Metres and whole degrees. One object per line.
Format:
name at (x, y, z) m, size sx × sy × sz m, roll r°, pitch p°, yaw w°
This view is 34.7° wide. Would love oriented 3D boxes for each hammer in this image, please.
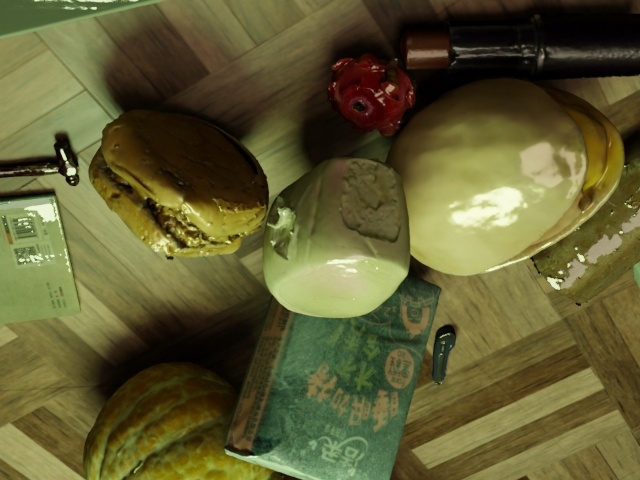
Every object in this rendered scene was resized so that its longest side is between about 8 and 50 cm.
hammer at (-0.390, -0.089, 1.269) m, size 0.178 × 0.021 × 0.065 m, roll -4°, pitch 130°, yaw -2°

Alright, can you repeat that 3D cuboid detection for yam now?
yam at (0.402, -0.030, 1.375) m, size 0.128 × 0.129 × 0.238 m, roll 42°, pitch 119°, yaw -2°

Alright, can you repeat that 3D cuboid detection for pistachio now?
pistachio at (0.202, -0.078, 1.229) m, size 0.308 × 0.230 × 0.230 m, roll -16°, pitch 136°, yaw 40°

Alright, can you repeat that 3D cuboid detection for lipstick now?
lipstick at (0.242, -0.229, 1.215) m, size 0.299 × 0.081 × 0.081 m, roll -3°, pitch 130°, yaw -3°

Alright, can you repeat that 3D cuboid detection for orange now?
orange at (-0.193, 0.339, 1.459) m, size 0.249 × 0.329 × 0.329 m, roll -26°, pitch 133°, yaw -17°

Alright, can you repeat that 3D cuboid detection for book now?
book at (-0.473, 0.037, 1.354) m, size 0.282 × 0.025 × 0.215 m, roll -5°, pitch 129°, yaw -6°

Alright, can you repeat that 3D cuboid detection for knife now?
knife at (0.190, 0.180, 1.589) m, size 0.031 × 0.018 × 0.121 m, roll -3°, pitch 132°, yaw -5°

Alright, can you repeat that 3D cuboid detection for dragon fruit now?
dragon fruit at (0.057, -0.165, 1.218) m, size 0.112 × 0.068 × 0.126 m, roll 14°, pitch 154°, yaw -13°

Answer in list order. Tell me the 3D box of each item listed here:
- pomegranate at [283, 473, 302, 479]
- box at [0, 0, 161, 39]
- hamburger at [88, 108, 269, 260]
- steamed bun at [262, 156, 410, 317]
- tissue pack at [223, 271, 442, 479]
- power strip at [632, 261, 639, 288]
pomegranate at (-0.010, 0.515, 1.662) m, size 0.319 × 0.319 × 0.319 m, roll -5°, pitch 130°, yaw -6°
box at (-0.276, -0.389, 0.988) m, size 0.367 × 0.090 × 0.373 m, roll -14°, pitch 131°, yaw 2°
hamburger at (-0.162, -0.067, 1.203) m, size 0.213 × 0.214 × 0.108 m, roll 20°, pitch 120°, yaw -24°
steamed bun at (0.000, 0.000, 1.198) m, size 0.152 × 0.170 × 0.238 m, roll 6°, pitch 160°, yaw -21°
tissue pack at (0.023, 0.167, 1.373) m, size 0.228 × 0.316 × 0.103 m, roll 26°, pitch 162°, yaw -28°
power strip at (0.565, 0.001, 1.435) m, size 0.261 × 0.141 × 0.229 m, roll -25°, pitch 148°, yaw 4°
